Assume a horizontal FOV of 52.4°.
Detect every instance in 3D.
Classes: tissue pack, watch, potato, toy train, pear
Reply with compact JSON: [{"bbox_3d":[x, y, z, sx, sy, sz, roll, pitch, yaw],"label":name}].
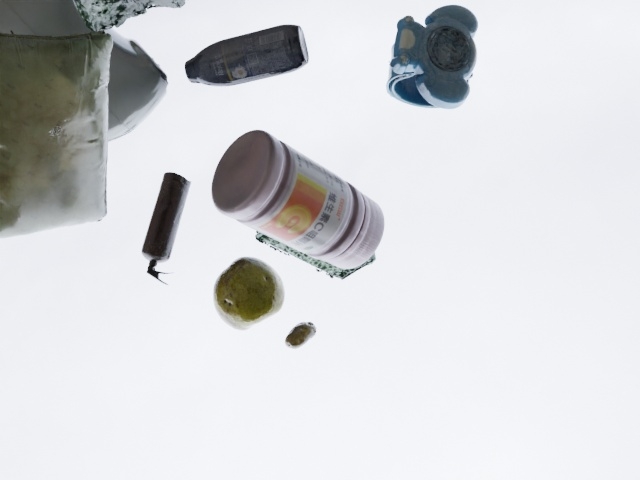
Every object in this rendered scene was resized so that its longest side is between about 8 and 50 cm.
[{"bbox_3d":[-0.460,-0.333,1.175,0.236,0.333,0.229,-41,-151,0],"label":"tissue pack"},{"bbox_3d":[0.215,-0.349,1.315,0.211,0.193,0.211,2,-100,-11],"label":"watch"},{"bbox_3d":[-0.041,0.191,1.321,0.051,0.040,0.083,-27,-176,38],"label":"potato"},{"bbox_3d":[-0.010,-0.033,1.240,0.115,0.269,0.154,-26,-129,36],"label":"toy train"},{"bbox_3d":[-0.199,0.138,1.776,0.197,0.197,0.197,-7,-137,6],"label":"pear"}]

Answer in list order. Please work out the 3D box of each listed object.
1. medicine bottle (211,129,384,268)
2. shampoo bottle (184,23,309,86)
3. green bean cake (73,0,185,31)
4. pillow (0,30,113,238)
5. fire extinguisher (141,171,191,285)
[{"bbox_3d":[-0.028,-0.053,0.966,0.133,0.249,0.133,-22,-125,36],"label":"medicine bottle"},{"bbox_3d":[-0.140,-0.338,1.212,0.233,0.087,0.049,-9,-163,17],"label":"shampoo bottle"},{"bbox_3d":[-0.163,-0.330,0.715,0.208,0.107,0.193,2,-122,7],"label":"green bean cake"},{"bbox_3d":[-0.369,-0.137,0.857,0.185,0.302,0.075,-12,-139,-34],"label":"pillow"},{"bbox_3d":[-0.371,-0.029,1.576,0.089,0.072,0.268,14,-106,-8],"label":"fire extinguisher"}]
